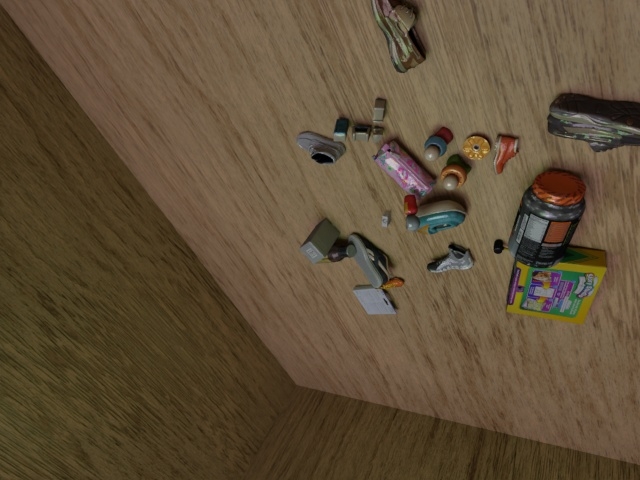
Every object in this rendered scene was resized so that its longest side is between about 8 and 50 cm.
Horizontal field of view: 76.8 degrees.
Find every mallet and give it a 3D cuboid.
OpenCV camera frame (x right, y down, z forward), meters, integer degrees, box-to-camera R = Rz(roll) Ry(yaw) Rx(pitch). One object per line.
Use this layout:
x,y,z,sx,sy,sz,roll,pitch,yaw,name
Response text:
0.858,0.042,1.776,0.189,0.062,0.039,11,137,8,mallet

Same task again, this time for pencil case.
0.359,-0.302,1.728,0.284,0.124,0.124,43,142,-8,pencil case

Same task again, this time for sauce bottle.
0.068,0.073,2.310,0.344,0.111,0.111,-6,126,53,sauce bottle

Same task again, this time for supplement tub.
0.847,-0.075,1.517,0.206,0.207,0.338,17,138,23,supplement tub

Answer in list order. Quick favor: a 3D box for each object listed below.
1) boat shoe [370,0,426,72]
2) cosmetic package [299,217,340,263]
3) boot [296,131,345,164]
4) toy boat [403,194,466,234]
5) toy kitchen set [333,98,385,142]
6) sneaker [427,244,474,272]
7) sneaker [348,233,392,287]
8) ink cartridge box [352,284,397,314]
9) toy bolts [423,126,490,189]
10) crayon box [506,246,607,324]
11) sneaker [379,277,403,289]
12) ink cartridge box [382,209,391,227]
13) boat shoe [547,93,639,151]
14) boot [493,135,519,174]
0.271,-0.738,1.364,0.119,0.123,0.324,-6,134,34,boat shoe
0.000,0.000,2.215,0.127,0.238,0.107,47,130,-10,cosmetic package
-0.022,-0.428,1.888,0.258,0.123,0.095,17,138,23,boot
0.460,-0.093,1.743,0.318,0.148,0.267,12,160,-43,toy boat
0.163,-0.515,1.694,0.206,0.122,0.166,4,135,7,toy kitchen set
0.618,0.078,1.964,0.228,0.086,0.132,-10,118,31,sneaker
0.274,0.096,2.217,0.321,0.127,0.126,61,152,9,sneaker
0.341,0.366,2.490,0.223,0.045,0.223,-9,124,41,ink cartridge box
0.509,-0.325,1.558,0.228,0.159,0.218,40,142,-5,toy bolts
0.991,0.186,1.732,0.312,0.106,0.363,7,135,20,crayon box
0.399,0.256,2.315,0.175,0.067,0.064,-13,119,43,sneaker
0.328,-0.113,2.005,0.028,0.048,0.083,18,137,22,ink cartridge box
0.903,-0.356,1.271,0.355,0.132,0.130,27,152,26,boat shoe
0.694,-0.313,1.514,0.084,0.059,0.158,10,134,23,boot
